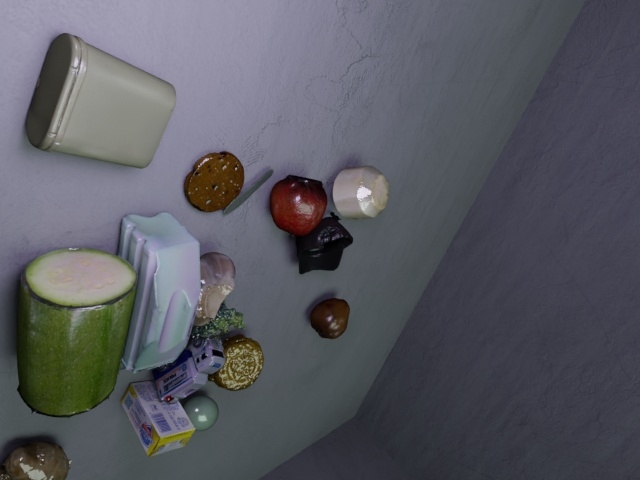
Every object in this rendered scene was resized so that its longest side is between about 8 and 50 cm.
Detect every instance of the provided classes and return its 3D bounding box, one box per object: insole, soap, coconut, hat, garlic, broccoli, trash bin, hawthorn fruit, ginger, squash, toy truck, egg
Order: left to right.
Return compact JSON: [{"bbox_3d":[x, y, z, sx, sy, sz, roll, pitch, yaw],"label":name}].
[{"bbox_3d":[-0.999,0.785,1.372,0.303,0.155,0.245,-24,147,-23],"label":"ginger"},{"bbox_3d":[-0.654,0.242,1.127,0.262,0.263,0.385,-9,130,-46],"label":"squash"},{"bbox_3d":[-0.478,-0.288,0.945,0.247,0.121,0.244,9,115,-56],"label":"trash bin"},{"bbox_3d":[-0.493,0.171,1.251,0.156,0.261,0.447,-10,129,-49],"label":"soap"},{"bbox_3d":[-0.492,0.488,1.615,0.267,0.156,0.124,-33,149,8],"label":"toy truck"},{"bbox_3d":[-0.540,0.775,1.900,0.149,0.149,0.192,-46,149,-7],"label":"egg"},{"bbox_3d":[-0.395,0.159,1.407,0.210,0.291,0.238,-4,101,-38],"label":"garlic"},{"bbox_3d":[-0.367,0.289,1.601,0.198,0.177,0.275,-9,162,19],"label":"broccoli"},{"bbox_3d":[-0.241,-0.163,1.434,0.232,0.003,0.080,-44,171,-16],"label":"insole"},{"bbox_3d":[-0.087,-0.116,1.528,0.215,0.215,0.250,-19,141,-39],"label":"hawthorn fruit"},{"bbox_3d":[-0.012,-0.008,1.787,0.237,0.209,0.336,-8,150,-21],"label":"hat"},{"bbox_3d":[0.061,0.392,2.231,0.248,0.207,0.208,-50,152,-32],"label":"hawthorn fruit"},{"bbox_3d":[0.155,-0.194,1.732,0.241,0.241,0.241,-31,143,-27],"label":"coconut"}]

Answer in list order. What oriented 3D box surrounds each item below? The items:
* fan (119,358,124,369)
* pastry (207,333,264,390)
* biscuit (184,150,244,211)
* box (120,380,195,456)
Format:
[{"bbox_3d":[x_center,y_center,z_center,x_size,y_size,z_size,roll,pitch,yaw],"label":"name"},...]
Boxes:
[{"bbox_3d":[-0.664,0.403,1.511,0.175,0.005,0.113,-24,139,-33],"label":"fan"},{"bbox_3d":[-0.365,0.527,1.827,0.235,0.132,0.240,28,75,-40],"label":"pastry"},{"bbox_3d":[-0.324,-0.180,1.312,0.212,0.036,0.212,-33,146,-26],"label":"biscuit"},{"bbox_3d":[-0.612,0.658,1.591,0.097,0.265,0.168,-55,149,11],"label":"box"}]
